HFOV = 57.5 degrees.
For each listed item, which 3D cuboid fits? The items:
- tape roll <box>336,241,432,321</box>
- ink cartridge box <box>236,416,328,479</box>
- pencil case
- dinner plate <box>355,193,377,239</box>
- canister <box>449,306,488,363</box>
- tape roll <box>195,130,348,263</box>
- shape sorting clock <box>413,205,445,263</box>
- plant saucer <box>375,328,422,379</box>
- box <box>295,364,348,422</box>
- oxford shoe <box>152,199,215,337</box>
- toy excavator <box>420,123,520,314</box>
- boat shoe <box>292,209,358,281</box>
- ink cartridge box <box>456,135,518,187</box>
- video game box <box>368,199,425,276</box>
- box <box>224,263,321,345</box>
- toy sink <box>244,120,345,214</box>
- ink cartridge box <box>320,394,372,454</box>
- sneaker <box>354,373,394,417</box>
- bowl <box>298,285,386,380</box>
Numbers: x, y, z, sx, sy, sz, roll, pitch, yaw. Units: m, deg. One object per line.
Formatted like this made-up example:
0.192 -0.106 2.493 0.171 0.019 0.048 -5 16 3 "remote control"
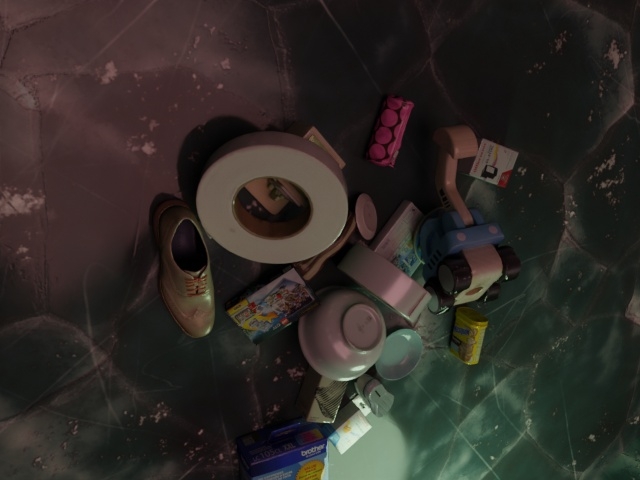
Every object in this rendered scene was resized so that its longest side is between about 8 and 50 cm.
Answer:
0.189 0.125 1.741 0.286 0.286 0.100 39 86 -32 "tape roll"
-0.118 0.741 1.871 0.270 0.151 0.395 -11 110 -25 "ink cartridge box"
0.207 -0.319 1.710 0.095 0.098 0.209 10 101 -30 "pencil case"
0.143 -0.073 1.759 0.141 0.017 0.141 21 65 -57 "dinner plate"
0.527 0.341 2.089 0.073 0.126 0.169 -3 110 -27 "canister"
-0.123 -0.099 1.504 0.392 0.072 0.392 1 132 1 "tape roll"
0.388 -0.012 1.892 0.206 0.040 0.206 -10 111 -27 "shape sorting clock"
0.263 0.387 2.015 0.195 0.037 0.194 -9 110 -25 "plant saucer"
0.021 0.439 1.870 0.113 0.094 0.275 12 101 -29 "box"
-0.349 0.098 1.527 0.141 0.146 0.396 -20 115 -22 "oxford shoe"
0.402 -0.058 1.751 0.223 0.445 0.433 -12 152 -17 "toy excavator"
0.003 0.002 1.715 0.095 0.095 0.257 41 86 -26 "boat shoe"
0.549 -0.260 1.926 0.175 0.072 0.127 12 101 -31 "ink cartridge box"
0.275 0.001 1.884 0.187 0.048 0.205 40 86 -31 "video game box"
-0.138 0.185 1.695 0.233 0.044 0.159 -33 121 3 "box"
-0.075 -0.183 1.586 0.234 0.131 0.153 -47 121 -6 "toy sink"
0.103 0.626 1.997 0.181 0.061 0.104 -39 121 -12 "ink cartridge box"
0.182 0.519 1.992 0.094 0.091 0.258 -42 142 -15 "sneaker"
0.092 0.270 1.752 0.298 0.134 0.297 9 72 -29 "bowl"
